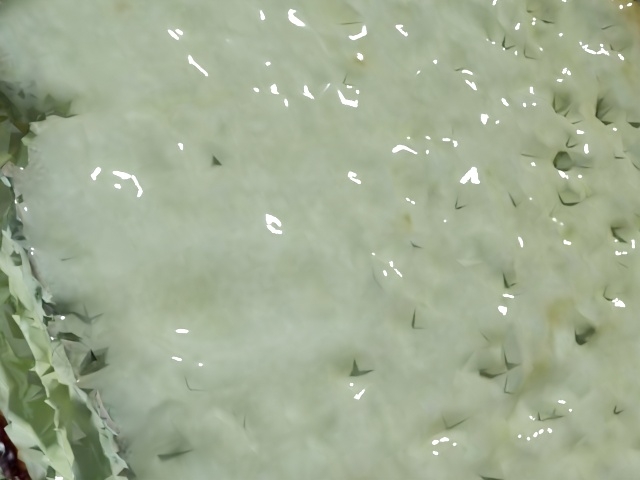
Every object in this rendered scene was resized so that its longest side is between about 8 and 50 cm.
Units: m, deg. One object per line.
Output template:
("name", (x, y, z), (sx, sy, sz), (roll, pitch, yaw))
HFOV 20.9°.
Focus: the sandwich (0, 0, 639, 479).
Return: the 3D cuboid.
("sandwich", (0.001, 0.000, 0.529), (0.262, 0.131, 0.325), (-23, -96, -36))
